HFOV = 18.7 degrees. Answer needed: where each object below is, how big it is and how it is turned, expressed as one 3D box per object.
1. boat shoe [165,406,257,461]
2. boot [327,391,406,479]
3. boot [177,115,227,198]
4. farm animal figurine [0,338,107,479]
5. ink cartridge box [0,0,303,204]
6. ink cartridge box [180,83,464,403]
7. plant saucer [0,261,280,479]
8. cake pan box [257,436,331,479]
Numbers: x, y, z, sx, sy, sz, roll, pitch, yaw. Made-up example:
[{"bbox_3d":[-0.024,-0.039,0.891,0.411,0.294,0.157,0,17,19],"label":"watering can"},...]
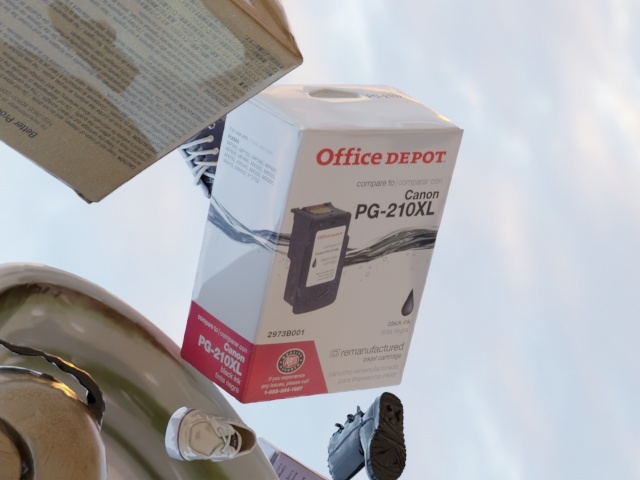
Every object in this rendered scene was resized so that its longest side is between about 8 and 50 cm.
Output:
[{"bbox_3d":[-0.071,0.132,1.300,0.100,0.035,0.035,24,-109,-67],"label":"boat shoe"},{"bbox_3d":[0.043,0.220,1.991,0.045,0.099,0.121,28,-138,-21],"label":"boot"},{"bbox_3d":[-0.111,-0.092,1.905,0.190,0.069,0.086,19,-115,-59],"label":"boot"},{"bbox_3d":[-0.189,0.189,0.924,0.172,0.326,0.330,16,-158,-26],"label":"farm animal figurine"},{"bbox_3d":[-0.156,-0.148,1.293,0.235,0.193,0.088,37,-152,-50],"label":"ink cartridge box"},{"bbox_3d":[0.000,0.000,1.576,0.172,0.100,0.237,-4,-65,-39],"label":"ink cartridge box"},{"bbox_3d":[-0.160,0.203,1.467,0.400,0.100,0.400,44,-159,-22],"label":"plant saucer"},{"bbox_3d":[-0.025,0.351,1.757,0.246,0.267,0.070,33,176,-20],"label":"cake pan box"}]
